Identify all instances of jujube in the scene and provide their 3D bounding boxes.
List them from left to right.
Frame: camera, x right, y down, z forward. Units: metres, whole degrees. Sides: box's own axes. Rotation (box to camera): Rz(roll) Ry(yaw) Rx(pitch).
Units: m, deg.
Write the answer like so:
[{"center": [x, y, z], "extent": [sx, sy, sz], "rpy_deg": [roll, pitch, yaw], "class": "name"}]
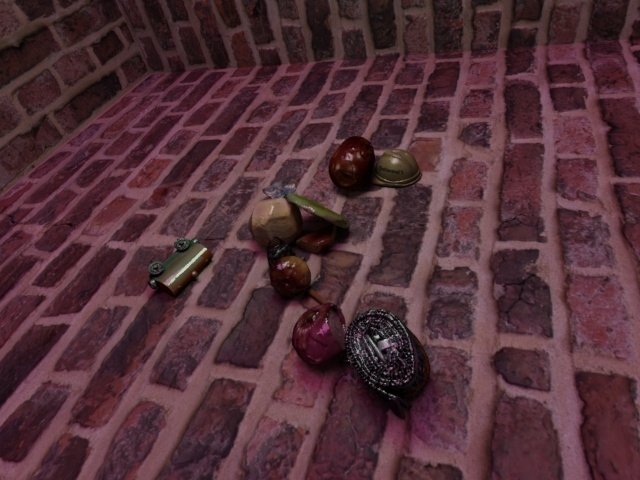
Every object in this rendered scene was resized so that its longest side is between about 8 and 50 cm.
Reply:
[{"center": [0.154, -0.371, 2.108], "extent": [0.222, 0.223, 0.318], "rpy_deg": [1, 35, 17], "class": "jujube"}]

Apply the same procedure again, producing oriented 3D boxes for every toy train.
[{"center": [-0.589, 0.110, 1.889], "extent": [0.177, 0.116, 0.285], "rpy_deg": [25, 54, 21], "class": "toy train"}]

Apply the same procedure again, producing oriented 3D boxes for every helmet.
[{"center": [0.342, -0.360, 2.094], "extent": [0.257, 0.137, 0.204], "rpy_deg": [3, 45, 20], "class": "helmet"}]

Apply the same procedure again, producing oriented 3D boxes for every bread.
[{"center": [-0.012, -0.131, 1.872], "extent": [0.301, 0.301, 0.045], "rpy_deg": [32, 98, 39], "class": "bread"}, {"center": [0.000, 0.001, 1.857], "extent": [0.192, 0.067, 0.119], "rpy_deg": [-22, 34, -9], "class": "bread"}]

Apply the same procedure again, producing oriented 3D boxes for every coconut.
[{"center": [-0.202, -0.082, 1.900], "extent": [0.236, 0.237, 0.198], "rpy_deg": [-3, 79, 13], "class": "coconut"}]

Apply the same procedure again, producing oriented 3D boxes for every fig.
[{"center": [-0.093, 0.110, 1.718], "extent": [0.160, 0.143, 0.231], "rpy_deg": [36, 49, 6], "class": "fig"}]

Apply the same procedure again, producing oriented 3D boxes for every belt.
[{"center": [0.210, 0.354, 1.348], "extent": [0.206, 0.160, 0.295], "rpy_deg": [-41, 44, 0], "class": "belt"}]

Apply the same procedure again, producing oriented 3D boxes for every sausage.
[{"center": [-0.010, 0.213, 1.665], "extent": [0.026, 0.026, 0.116], "rpy_deg": [-37, 46, -22], "class": "sausage"}]

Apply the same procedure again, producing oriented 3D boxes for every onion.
[{"center": [-0.007, 0.308, 1.459], "extent": [0.200, 0.201, 0.208], "rpy_deg": [-9, 55, 6], "class": "onion"}]

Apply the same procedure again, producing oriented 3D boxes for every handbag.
[{"center": [-0.172, 0.041, 1.812], "extent": [0.115, 0.139, 0.072], "rpy_deg": [-38, 39, -22], "class": "handbag"}]

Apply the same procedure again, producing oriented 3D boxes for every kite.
[{"center": [-0.179, -0.215, 2.183], "extent": [0.169, 0.015, 0.310], "rpy_deg": [-21, 40, -7], "class": "kite"}]
